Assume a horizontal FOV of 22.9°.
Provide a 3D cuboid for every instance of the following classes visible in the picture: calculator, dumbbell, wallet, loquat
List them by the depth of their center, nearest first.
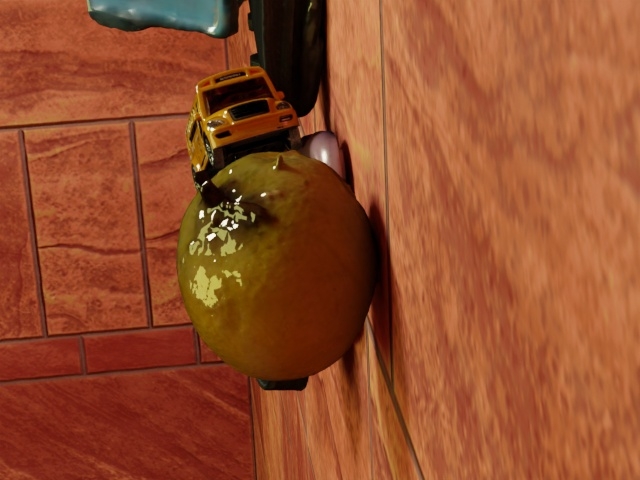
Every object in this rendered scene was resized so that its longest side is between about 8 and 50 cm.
[{"bbox_3d":[-0.029,0.025,1.184,0.204,0.149,0.172,70,-174,-46],"label":"loquat"},{"bbox_3d":[-0.002,0.000,1.424,0.294,0.043,0.194,156,110,-83],"label":"calculator"},{"bbox_3d":[-0.048,-0.320,1.554,0.406,0.062,0.228,-100,6,-51],"label":"wallet"},{"bbox_3d":[-0.075,-0.255,2.038,0.036,0.040,0.083,-47,-38,-50],"label":"dumbbell"}]

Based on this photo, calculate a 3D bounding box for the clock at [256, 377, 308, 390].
[{"bbox_3d":[-0.044,0.050,1.467,0.184,0.040,0.184,176,90,-80],"label":"clock"}]

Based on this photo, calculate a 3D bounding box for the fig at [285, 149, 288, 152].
[{"bbox_3d":[-0.058,-0.100,1.955,0.166,0.093,0.093,40,-156,-34],"label":"fig"}]

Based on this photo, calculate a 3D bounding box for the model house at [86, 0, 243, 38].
[{"bbox_3d":[-0.157,-0.415,1.926,0.303,0.215,0.237,-63,-23,-50],"label":"model house"}]

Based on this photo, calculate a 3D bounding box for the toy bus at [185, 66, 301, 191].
[{"bbox_3d":[-0.077,-0.099,1.432,0.194,0.083,0.088,132,121,-76],"label":"toy bus"}]
